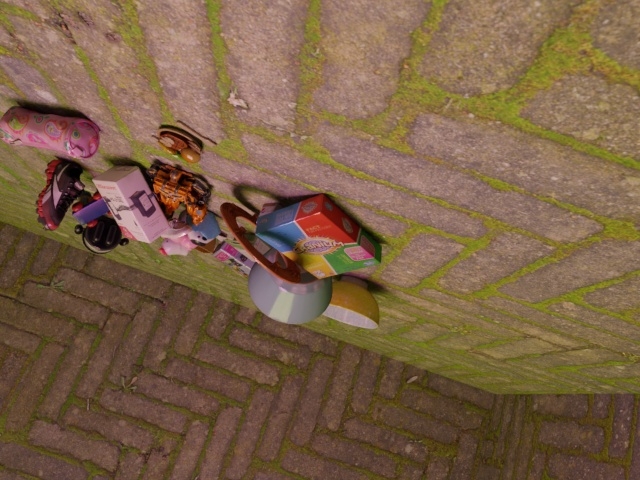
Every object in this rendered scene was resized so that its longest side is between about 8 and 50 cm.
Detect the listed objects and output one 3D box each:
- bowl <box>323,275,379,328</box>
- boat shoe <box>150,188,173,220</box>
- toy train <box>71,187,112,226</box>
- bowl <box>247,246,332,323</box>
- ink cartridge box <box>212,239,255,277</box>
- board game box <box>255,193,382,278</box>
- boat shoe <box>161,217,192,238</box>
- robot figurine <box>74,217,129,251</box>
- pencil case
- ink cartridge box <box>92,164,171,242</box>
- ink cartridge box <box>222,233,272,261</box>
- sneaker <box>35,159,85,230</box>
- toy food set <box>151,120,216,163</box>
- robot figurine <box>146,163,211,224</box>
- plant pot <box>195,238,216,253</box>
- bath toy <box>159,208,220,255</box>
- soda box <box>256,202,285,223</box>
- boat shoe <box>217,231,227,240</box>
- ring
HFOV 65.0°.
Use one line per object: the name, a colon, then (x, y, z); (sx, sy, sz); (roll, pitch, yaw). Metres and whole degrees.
bowl: (0.116, 0.235, 2.035); (0.290, 0.156, 0.289); (17, 162, 6)
boat shoe: (-0.623, -0.114, 1.882); (0.105, 0.110, 0.307); (25, 152, -4)
toy train: (-0.809, -0.169, 1.891); (0.143, 0.248, 0.105); (57, 176, 47)
bowl: (-0.088, 0.118, 1.748); (0.312, 0.311, 0.163); (20, 143, -3)
ink cartridge box: (-0.320, 0.117, 2.214); (0.311, 0.065, 0.186); (33, 159, -15)
board game box: (0.000, 0.000, 1.500); (0.242, 0.064, 0.316); (-17, 142, 33)
boat shoe: (-0.514, -0.049, 1.755); (0.184, 0.066, 0.063); (6, 122, 49)
robot figurine: (-1.088, -0.024, 2.498); (0.209, 0.174, 0.278); (57, 151, -11)
pencil case: (-0.777, -0.307, 1.435); (0.284, 0.124, 0.124); (12, 161, 18)
ink cartridge box: (-0.628, -0.122, 1.671); (0.172, 0.100, 0.237); (9, 130, 42)
ink cartridge box: (-0.272, 0.020, 1.956); (0.109, 0.062, 0.209); (7, 158, 32)
sneaker: (-0.915, -0.164, 1.781); (0.135, 0.275, 0.097); (-1, 157, 7)
toy food set: (-0.369, -0.248, 1.316); (0.132, 0.038, 0.192); (31, 159, -32)
robot figurine: (-0.453, -0.147, 1.620); (0.211, 0.085, 0.291); (20, 162, 1)
plant pot: (-0.482, 0.000, 2.078); (0.082, 0.083, 0.081); (1, 155, 46)
bath toy: (-0.521, -0.023, 1.920); (0.348, 0.129, 0.151); (-25, 91, 50)
soda box: (-0.096, -0.038, 1.599); (0.074, 0.069, 0.216); (-1, 154, 46)
boat shoe: (-0.415, -0.032, 2.010); (0.035, 0.035, 0.100); (-28, 132, 29)
ring: (-0.173, 0.000, 1.536); (0.336, 0.032, 0.336); (45, -170, -11)
